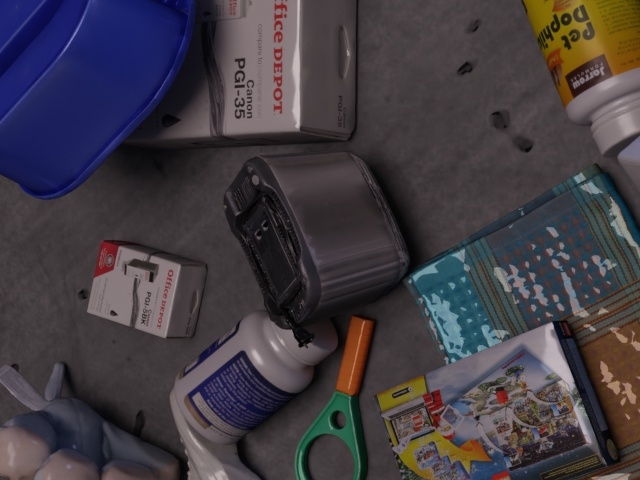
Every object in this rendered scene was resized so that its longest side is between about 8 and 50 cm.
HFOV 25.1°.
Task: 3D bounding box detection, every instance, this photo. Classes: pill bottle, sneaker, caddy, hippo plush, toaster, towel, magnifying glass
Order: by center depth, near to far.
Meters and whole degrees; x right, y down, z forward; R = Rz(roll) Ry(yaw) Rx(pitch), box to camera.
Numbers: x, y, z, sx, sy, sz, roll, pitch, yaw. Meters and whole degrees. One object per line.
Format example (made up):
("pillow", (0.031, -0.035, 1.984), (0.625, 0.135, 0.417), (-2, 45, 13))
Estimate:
("pill bottle", (0.289, -0.199, 1.479), (0.117, 0.117, 0.215), (-27, 75, 28))
("towel", (0.266, 0.137, 1.530), (0.271, 0.040, 0.370), (-31, 73, 28))
("toaster", (0.000, 0.000, 1.616), (0.227, 0.146, 0.129), (65, 148, 19))
("caddy", (-0.284, -0.204, 1.666), (0.341, 0.179, 0.241), (-41, 44, 26))
("magnifying glass", (0.025, 0.201, 1.685), (0.092, 0.026, 0.231), (17, 97, 31))
("pill bottle", (-0.073, 0.148, 1.696), (0.187, 0.112, 0.112), (-40, 69, 25))
("sneaker", (-0.139, 0.278, 1.759), (0.094, 0.080, 0.212), (-44, 69, 36))
("hippo plush", (-0.346, 0.329, 1.787), (0.294, 0.234, 0.236), (32, 104, 28))

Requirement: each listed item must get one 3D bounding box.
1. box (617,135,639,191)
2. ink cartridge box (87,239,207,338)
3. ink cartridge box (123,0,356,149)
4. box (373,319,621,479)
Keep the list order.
("box", (0.441, 0.018, 1.173), (0.168, 0.215, 0.345), (-41, 106, -9))
("ink cartridge box", (-0.221, 0.061, 1.821), (0.135, 0.056, 0.099), (14, 95, 32))
("ink cartridge box", (-0.107, -0.220, 1.722), (0.283, 0.117, 0.207), (-1, 88, 33))
("box", (0.184, 0.200, 1.534), (0.233, 0.044, 0.159), (-26, 77, 29))
